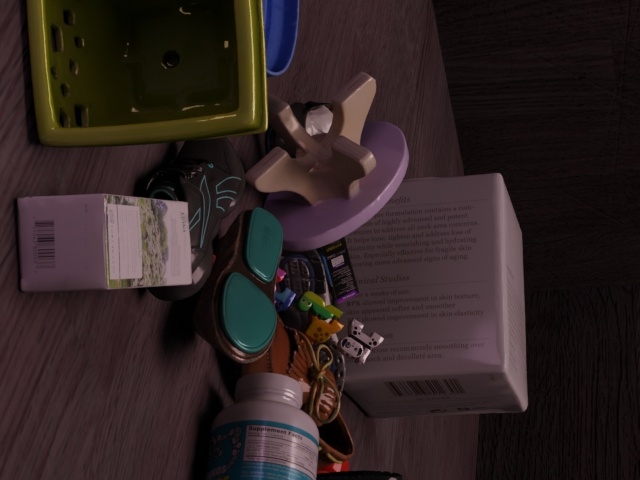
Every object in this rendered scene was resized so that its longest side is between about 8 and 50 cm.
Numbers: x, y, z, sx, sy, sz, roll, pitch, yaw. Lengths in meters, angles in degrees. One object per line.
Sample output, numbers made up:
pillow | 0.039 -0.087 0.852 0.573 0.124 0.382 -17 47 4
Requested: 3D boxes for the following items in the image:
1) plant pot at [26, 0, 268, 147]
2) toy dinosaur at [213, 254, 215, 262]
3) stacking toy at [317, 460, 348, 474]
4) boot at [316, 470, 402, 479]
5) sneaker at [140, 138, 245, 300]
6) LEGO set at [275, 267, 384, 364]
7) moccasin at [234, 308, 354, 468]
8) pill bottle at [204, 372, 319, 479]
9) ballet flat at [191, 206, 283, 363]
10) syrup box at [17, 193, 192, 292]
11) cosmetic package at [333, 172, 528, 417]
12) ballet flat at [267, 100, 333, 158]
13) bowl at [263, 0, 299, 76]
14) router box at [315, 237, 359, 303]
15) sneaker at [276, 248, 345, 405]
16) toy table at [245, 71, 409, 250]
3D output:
plant pot | -0.166 -0.208 1.414 0.207 0.228 0.227 11 75 -83
toy dinosaur | -0.154 0.030 1.700 0.082 0.090 0.047 -1 104 -45
stacking toy | -0.004 0.431 2.060 0.330 0.141 0.141 -82 162 -53
boot | 0.001 0.423 1.838 0.094 0.246 0.207 20 64 -75
sneaker | -0.159 -0.055 1.633 0.267 0.101 0.106 -81 159 -43
LEGO set | -0.031 0.131 2.024 0.093 0.227 0.087 -60 -170 -20
moccasin | -0.031 0.220 1.957 0.380 0.146 0.139 72 20 -43
pill bottle | -0.078 0.309 1.749 0.146 0.146 0.264 65 25 -54
ballet flat | -0.113 0.077 1.759 0.107 0.106 0.316 44 27 -17
syrup box | -0.216 0.003 1.390 0.237 0.096 0.093 2 86 -76
cosmetic package | 0.220 0.116 2.618 0.327 0.329 0.394 52 37 -64
ballet flat | -0.012 -0.192 2.264 0.280 0.096 0.095 -53 138 -69
bowl | -0.118 -0.429 1.953 0.391 0.077 0.391 -5 90 -76
router box | 0.000 0.000 2.193 0.179 0.046 0.133 -125 -164 -52
sneaker | -0.015 0.142 2.146 0.129 0.111 0.297 -46 132 -82
toy table | 0.006 -0.128 2.069 0.274 0.252 0.161 -53 145 -24
